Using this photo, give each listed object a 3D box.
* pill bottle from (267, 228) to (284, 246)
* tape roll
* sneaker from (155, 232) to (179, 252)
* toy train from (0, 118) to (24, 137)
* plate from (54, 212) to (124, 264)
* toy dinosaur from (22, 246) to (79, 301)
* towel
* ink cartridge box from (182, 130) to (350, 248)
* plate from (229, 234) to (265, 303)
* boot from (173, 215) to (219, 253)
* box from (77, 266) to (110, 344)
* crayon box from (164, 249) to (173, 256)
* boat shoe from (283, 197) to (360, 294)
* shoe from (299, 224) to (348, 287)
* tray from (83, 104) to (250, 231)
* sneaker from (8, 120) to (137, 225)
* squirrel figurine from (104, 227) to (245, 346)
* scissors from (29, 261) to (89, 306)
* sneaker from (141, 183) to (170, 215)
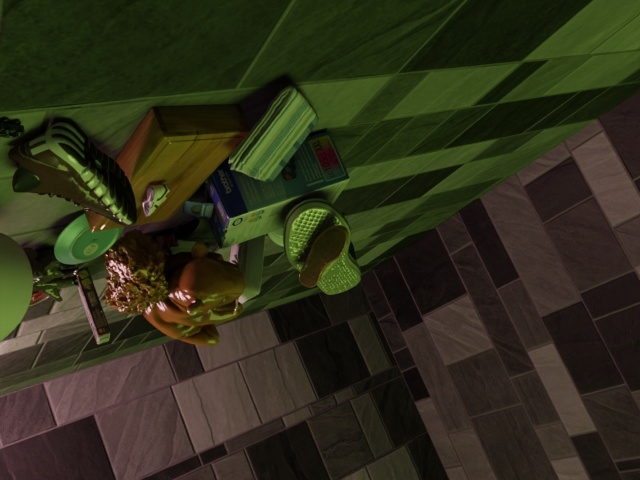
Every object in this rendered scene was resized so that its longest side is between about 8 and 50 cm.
[{"bbox_3d":[-0.091,-0.044,2.150,0.152,0.152,0.272,-25,168,5],"label":"pill bottle"},{"bbox_3d":[-0.723,0.086,1.307,0.246,0.246,0.169,-25,167,6],"label":"tape roll"},{"bbox_3d":[-0.459,0.014,1.973,0.067,0.042,0.118,-13,162,-30],"label":"sneaker"},{"bbox_3d":[-0.538,-0.180,1.037,0.036,0.027,0.158,-18,172,27],"label":"toy train"},{"bbox_3d":[-0.550,-0.004,1.609,0.188,0.024,0.188,-38,158,-18],"label":"plate"},{"bbox_3d":[-0.702,0.078,1.696,0.161,0.120,0.313,-5,166,-23],"label":"toy dinosaur"},{"bbox_3d":[-0.095,-0.223,1.456,0.209,0.034,0.285,-52,171,5],"label":"towel"},{"bbox_3d":[-0.153,-0.116,1.731,0.396,0.151,0.270,-22,169,-19],"label":"ink cartridge box"},{"bbox_3d":[-0.228,0.046,2.011,0.045,0.277,0.278,10,163,-20],"label":"plate"},{"bbox_3d":[-0.362,-0.008,1.985,0.190,0.076,0.208,-43,167,22],"label":"boot"},{"bbox_3d":[-0.668,0.193,1.950,0.036,0.206,0.114,-18,167,-26],"label":"box"},{"bbox_3d":[-0.537,0.109,2.136,0.166,0.081,0.278,-22,168,-11],"label":"crayon box"},{"bbox_3d":[0.000,0.000,1.842,0.187,0.155,0.500,-22,154,4],"label":"boat shoe"},{"bbox_3d":[0.010,0.031,1.691,0.219,0.077,0.058,-55,178,38],"label":"shoe"},{"bbox_3d":[-0.341,-0.147,1.436,0.203,0.076,0.411,-12,164,-42],"label":"tray"},{"bbox_3d":[-0.472,-0.107,1.250,0.163,0.106,0.281,-16,145,8],"label":"sneaker"},{"bbox_3d":[-0.392,0.125,1.795,0.397,0.280,0.370,13,168,-19],"label":"squirrel figurine"},{"bbox_3d":[-0.768,0.127,1.940,0.297,0.021,0.109,-27,165,11],"label":"scissors"},{"bbox_3d":[-0.350,-0.085,1.415,0.044,0.040,0.109,-18,167,-34],"label":"sneaker"}]
